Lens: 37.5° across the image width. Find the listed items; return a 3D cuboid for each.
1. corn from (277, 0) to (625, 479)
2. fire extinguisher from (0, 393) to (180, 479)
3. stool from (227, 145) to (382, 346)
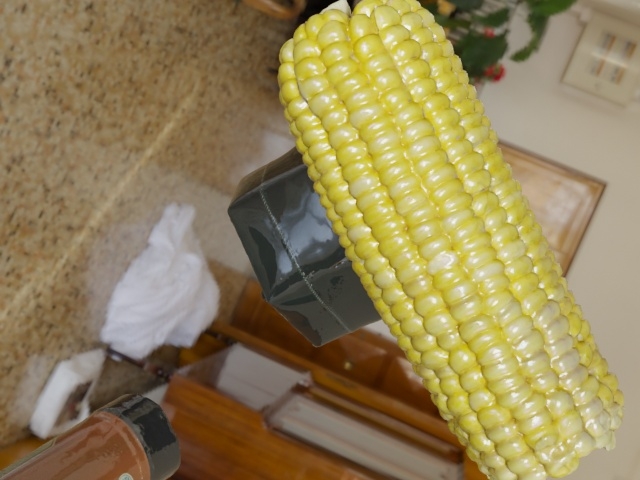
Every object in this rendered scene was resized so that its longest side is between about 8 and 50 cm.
[{"bbox_3d":[0.059,-0.002,0.462,0.093,0.244,0.093,-25,177,-1],"label":"corn"},{"bbox_3d":[-0.138,0.130,0.422,0.177,0.050,0.062,-29,110,-48],"label":"fire extinguisher"},{"bbox_3d":[0.000,0.000,1.108,0.141,0.232,0.232,-28,180,13],"label":"stool"}]
